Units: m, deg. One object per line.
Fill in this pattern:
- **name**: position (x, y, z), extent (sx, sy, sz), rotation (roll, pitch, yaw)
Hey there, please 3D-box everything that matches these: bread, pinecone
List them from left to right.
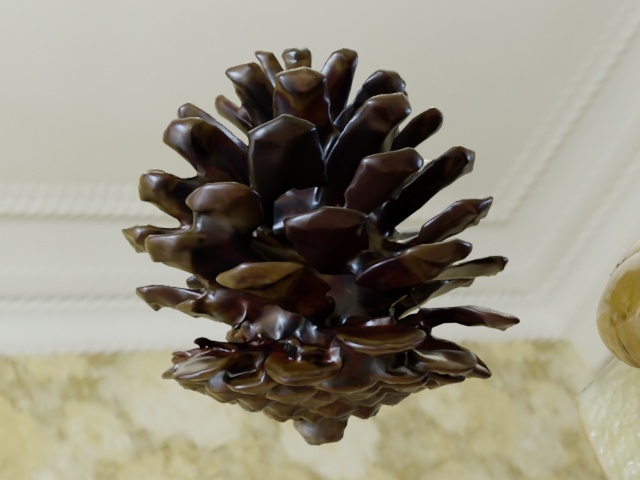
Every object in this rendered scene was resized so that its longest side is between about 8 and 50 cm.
- **pinecone**: position (-0.010, -0.001, 1.201), extent (0.264, 0.264, 0.264), rotation (-17, -38, -14)
- **bread**: position (0.234, 0.023, 1.123), extent (0.077, 0.114, 0.189), rotation (40, -34, -29)

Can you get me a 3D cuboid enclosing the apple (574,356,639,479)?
- **apple**: position (0.382, 0.120, 1.379), extent (0.309, 0.314, 0.252), rotation (3, -81, -34)
